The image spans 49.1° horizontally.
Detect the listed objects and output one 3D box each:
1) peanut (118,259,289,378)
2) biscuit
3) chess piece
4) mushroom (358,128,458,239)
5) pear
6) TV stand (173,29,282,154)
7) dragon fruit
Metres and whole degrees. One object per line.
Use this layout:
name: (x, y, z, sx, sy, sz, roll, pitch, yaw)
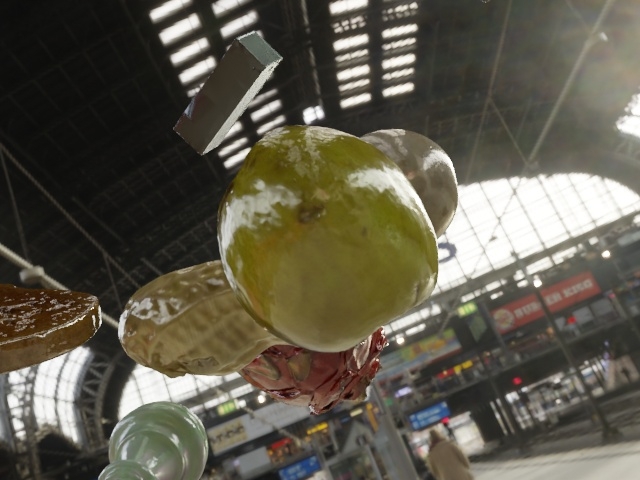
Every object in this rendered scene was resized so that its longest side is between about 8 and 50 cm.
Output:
peanut: (-0.102, 0.093, 0.904, 0.325, 0.153, 0.140, -8, -17, 5)
biscuit: (-0.393, 0.103, 0.802, 0.258, 0.049, 0.273, 4, 8, 17)
chess piece: (-0.236, 0.309, 0.886, 0.139, 0.139, 0.271, -25, 4, 7)
mushroom: (0.104, -0.053, 1.013, 0.204, 0.204, 0.204, -20, -19, -7)
pear: (0.000, 0.000, 0.492, 0.149, 0.162, 0.149, -43, -2, -2)
TV stand: (-0.196, -0.303, 1.457, 0.269, 0.088, 0.083, -46, 0, 36)
dragon fruit: (-0.030, 0.168, 1.281, 0.277, 0.277, 0.342, -34, -61, 29)
